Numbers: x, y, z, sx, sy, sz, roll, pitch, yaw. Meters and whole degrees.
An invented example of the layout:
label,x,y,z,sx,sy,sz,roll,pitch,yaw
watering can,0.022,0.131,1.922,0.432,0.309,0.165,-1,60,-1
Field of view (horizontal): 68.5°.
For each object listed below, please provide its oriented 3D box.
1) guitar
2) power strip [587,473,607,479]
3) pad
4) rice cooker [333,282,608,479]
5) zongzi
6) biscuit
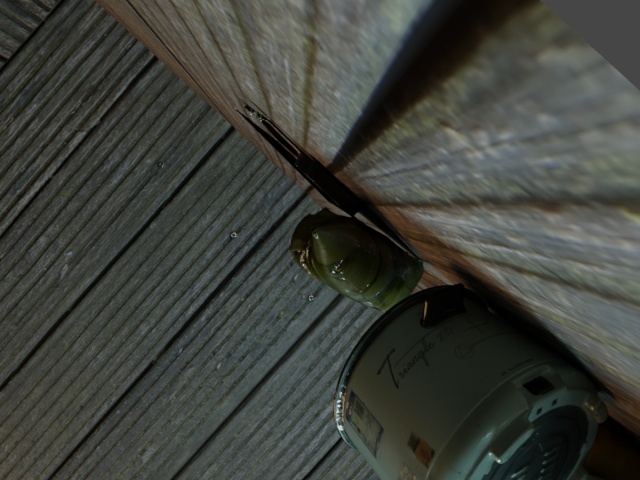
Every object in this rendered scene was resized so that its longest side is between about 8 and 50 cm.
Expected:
label,x,y,z,sx,sy,sz,roll,pitch,yaw
guitar,-0.027,-0.121,0.717,0.233,0.025,0.088,42,-174,-8
power strip,0.323,0.362,0.542,0.224,0.140,0.139,45,158,-13
pad,-0.038,-0.130,0.827,0.243,0.004,0.163,46,-171,21
rice cooker,0.150,0.185,0.524,0.227,0.241,0.281,37,139,53
zongzi,0.000,0.000,0.752,0.251,0.125,0.274,25,178,44
biscuit,0.390,0.301,0.677,0.274,0.091,0.213,44,-177,-12
